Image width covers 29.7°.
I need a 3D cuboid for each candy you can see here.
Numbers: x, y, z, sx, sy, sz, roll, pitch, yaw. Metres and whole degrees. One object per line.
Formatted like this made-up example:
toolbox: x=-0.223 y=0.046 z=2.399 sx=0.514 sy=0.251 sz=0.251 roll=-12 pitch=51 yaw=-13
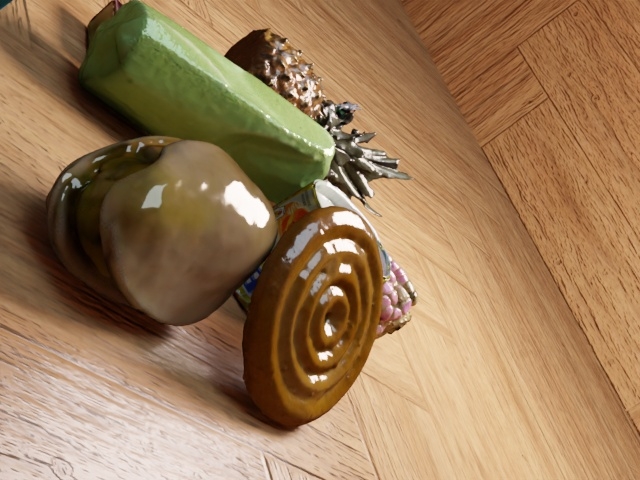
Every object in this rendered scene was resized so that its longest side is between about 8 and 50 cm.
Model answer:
candy: x=-0.144 y=-0.166 z=1.537 sx=0.344 sy=0.142 sz=0.132 roll=31 pitch=3 yaw=-30

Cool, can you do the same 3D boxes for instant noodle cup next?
instant noodle cup: x=-0.011 y=0.029 z=1.550 sx=0.205 sy=0.153 sz=0.205 roll=48 pitch=19 yaw=-22

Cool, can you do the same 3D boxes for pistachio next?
pistachio: x=-0.161 y=-0.010 z=1.255 sx=0.288 sy=0.166 sz=0.197 roll=-4 pitch=97 yaw=-54

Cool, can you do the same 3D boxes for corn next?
corn: x=0.002 y=-0.002 z=1.699 sx=0.335 sy=0.127 sz=0.126 roll=50 pitch=17 yaw=4

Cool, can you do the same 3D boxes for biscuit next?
biscuit: x=0.001 y=0.088 z=1.370 sx=0.037 sy=0.261 sz=0.262 roll=15 pitch=-4 yaw=31

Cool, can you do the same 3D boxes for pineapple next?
pineapple: x=-0.016 y=-0.165 z=1.900 sx=0.364 sy=0.165 sz=0.165 roll=45 pitch=19 yaw=-31

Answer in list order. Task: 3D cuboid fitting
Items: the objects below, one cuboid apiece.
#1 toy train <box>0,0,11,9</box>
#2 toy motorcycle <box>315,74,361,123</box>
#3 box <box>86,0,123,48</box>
toy train: x=-0.354 y=-0.318 z=1.148 sx=0.188 sy=0.265 sz=0.300 roll=46 pitch=20 yaw=-31
toy motorcycle: x=-0.003 y=-0.231 z=2.150 sx=0.173 sy=0.100 sz=0.058 roll=33 pitch=26 yaw=-45
box: x=-0.215 y=-0.217 z=1.639 sx=0.224 sy=0.069 sz=0.120 roll=39 pitch=22 yaw=-33
